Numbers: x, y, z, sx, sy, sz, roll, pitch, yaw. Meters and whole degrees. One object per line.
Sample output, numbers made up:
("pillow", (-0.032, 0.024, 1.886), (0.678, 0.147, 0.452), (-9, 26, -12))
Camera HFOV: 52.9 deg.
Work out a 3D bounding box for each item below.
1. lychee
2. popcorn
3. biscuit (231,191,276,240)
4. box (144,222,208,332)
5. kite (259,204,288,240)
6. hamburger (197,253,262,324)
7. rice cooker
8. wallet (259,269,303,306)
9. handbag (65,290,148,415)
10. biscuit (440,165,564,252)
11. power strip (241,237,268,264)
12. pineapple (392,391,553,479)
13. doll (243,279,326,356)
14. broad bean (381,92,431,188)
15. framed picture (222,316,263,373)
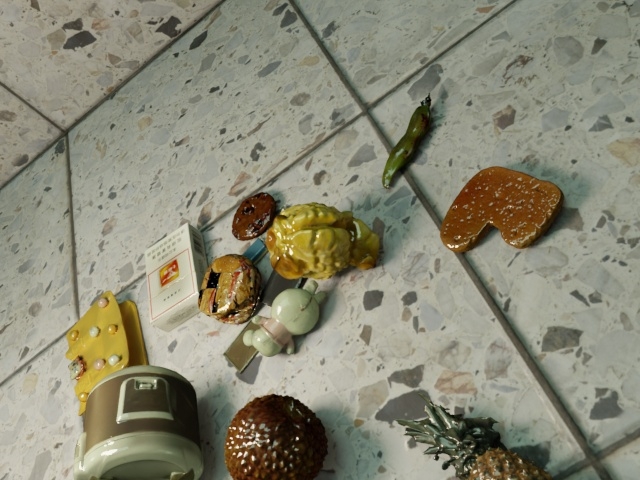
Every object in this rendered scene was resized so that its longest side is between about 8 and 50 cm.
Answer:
("lychee", (-0.115, 0.515, 1.571), (0.267, 0.267, 0.268), (-19, 51, 25))
("popcorn", (0.000, 0.000, 1.816), (0.331, 0.265, 0.225), (7, 72, 10))
("biscuit", (-0.231, -0.081, 2.189), (0.192, 0.049, 0.192), (-25, 49, 32))
("box", (-0.492, 0.124, 2.220), (0.210, 0.095, 0.330), (-32, 48, 15))
("kite", (-0.105, -0.023, 2.086), (0.141, 0.015, 0.245), (-53, 44, 0))
("hamburger", (-0.282, 0.151, 2.019), (0.230, 0.106, 0.231), (-19, 57, 34))
("rice cooker", (-0.490, 0.544, 1.755), (0.335, 0.335, 0.325), (-31, 42, 16))
("wallet", (-0.095, 0.097, 1.980), (0.124, 0.025, 0.244), (16, 76, 40))
("handbag", (-0.753, 0.391, 2.216), (0.283, 0.133, 0.401), (-43, 45, 12))
("biscuit", (0.464, -0.060, 1.667), (0.277, 0.052, 0.262), (25, 82, 43))
("power strip", (-0.224, 0.051, 2.111), (0.123, 0.032, 0.056), (-47, 44, 1))
("pineapple", (0.323, 0.449, 1.353), (0.165, 0.165, 0.364), (-49, 43, -2))
("doll", (-0.096, 0.233, 1.828), (0.275, 0.155, 0.113), (-42, 8, 5))
("broad bean", (0.275, -0.307, 1.967), (0.077, 0.061, 0.339), (15, 70, 49))
("framed picture", (-0.223, 0.316, 1.945), (0.149, 0.011, 0.109), (-51, 44, -4))
